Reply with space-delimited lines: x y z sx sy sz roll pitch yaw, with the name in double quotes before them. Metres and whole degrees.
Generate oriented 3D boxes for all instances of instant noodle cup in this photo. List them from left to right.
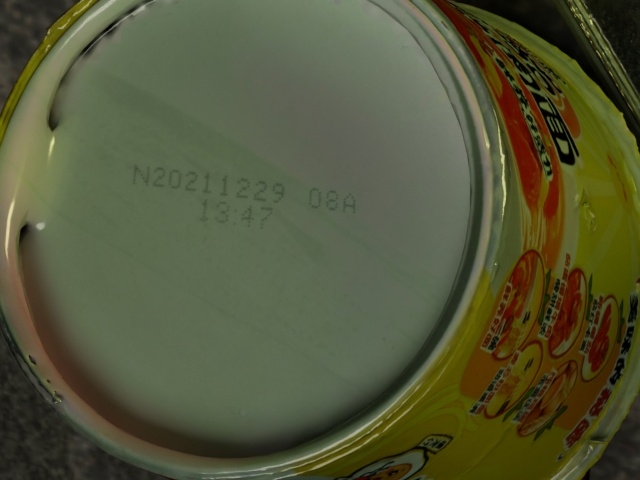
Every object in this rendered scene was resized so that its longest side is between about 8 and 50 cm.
"instant noodle cup" 0.000 0.000 0.769 0.264 0.200 0.264 -3 80 17

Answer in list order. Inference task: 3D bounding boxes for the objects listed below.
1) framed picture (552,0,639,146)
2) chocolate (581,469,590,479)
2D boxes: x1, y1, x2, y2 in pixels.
"framed picture" 0.188 -0.122 0.815 0.183 0.011 0.142 -25 109 29
"chocolate" 0.048 0.114 0.923 0.177 0.176 0.176 8 121 14
